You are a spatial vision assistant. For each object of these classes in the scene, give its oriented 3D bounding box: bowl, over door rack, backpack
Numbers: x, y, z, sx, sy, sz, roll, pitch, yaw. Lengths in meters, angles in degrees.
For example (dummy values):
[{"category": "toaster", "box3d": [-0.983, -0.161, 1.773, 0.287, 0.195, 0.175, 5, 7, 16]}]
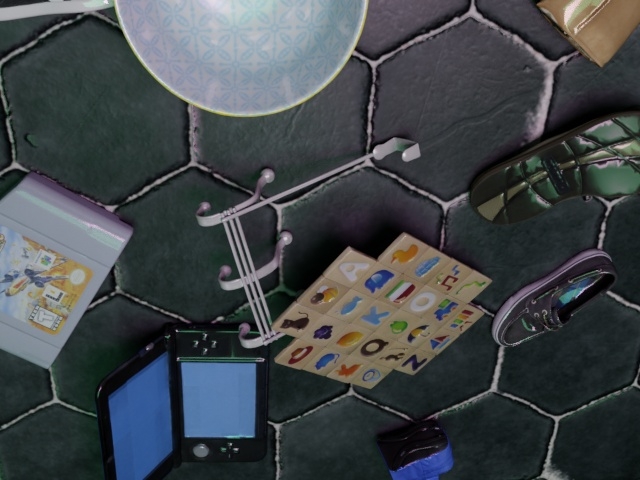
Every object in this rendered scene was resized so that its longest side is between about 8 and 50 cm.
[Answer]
[{"category": "bowl", "box3d": [-0.092, -0.310, 0.873, 0.290, 0.156, 0.289, -2, 118, -3]}, {"category": "over door rack", "box3d": [0.000, 0.000, 1.084, 0.324, 0.108, 0.239, -20, 120, -8]}, {"category": "backpack", "box3d": [0.174, 0.383, 1.296, 0.120, 0.098, 0.101, -25, 123, -4]}]

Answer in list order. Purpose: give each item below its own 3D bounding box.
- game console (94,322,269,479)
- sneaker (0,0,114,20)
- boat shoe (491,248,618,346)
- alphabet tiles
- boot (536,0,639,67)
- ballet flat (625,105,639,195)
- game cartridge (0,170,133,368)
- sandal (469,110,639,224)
[{"category": "game console", "box3d": [-0.211, 0.300, 1.183, 0.250, 0.173, 0.293, 1, 118, -4]}, {"category": "sneaker", "box3d": [-0.326, -0.342, 0.885, 0.217, 0.079, 0.121, -8, 120, 2]}, {"category": "boat shoe", "box3d": [0.377, 0.107, 1.168, 0.229, 0.076, 0.080, -37, 114, 15]}, {"category": "alphabet tiles", "box3d": [0.100, 0.121, 1.121, 0.343, 0.011, 0.285, 25, 118, -41]}, {"category": "boot", "box3d": [0.376, -0.386, 0.901, 0.236, 0.089, 0.269, 36, 112, -19]}, {"category": "ballet flat", "box3d": [0.481, -0.118, 1.070, 0.058, 0.049, 0.173, -26, 116, 9]}, {"category": "game cartridge", "box3d": [-0.441, 0.050, 1.105, 0.198, 0.062, 0.297, 27, 113, -21]}, {"category": "sandal", "box3d": [0.362, -0.113, 1.052, 0.303, 0.086, 0.120, -16, 110, 24]}]
